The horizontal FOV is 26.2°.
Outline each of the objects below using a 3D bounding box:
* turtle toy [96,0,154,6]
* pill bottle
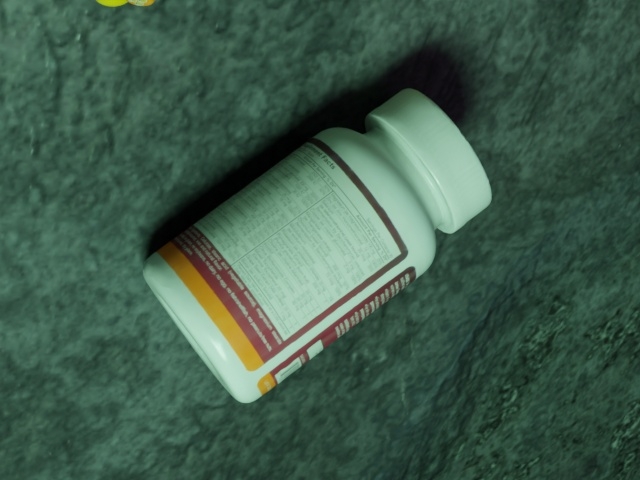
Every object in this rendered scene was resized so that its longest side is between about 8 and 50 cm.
[{"bbox_3d":[-0.078,-0.179,0.774,0.130,0.066,0.095,-23,133,-23],"label":"turtle toy"},{"bbox_3d":[0.000,0.000,0.931,0.221,0.121,0.121,-37,137,-9],"label":"pill bottle"}]
